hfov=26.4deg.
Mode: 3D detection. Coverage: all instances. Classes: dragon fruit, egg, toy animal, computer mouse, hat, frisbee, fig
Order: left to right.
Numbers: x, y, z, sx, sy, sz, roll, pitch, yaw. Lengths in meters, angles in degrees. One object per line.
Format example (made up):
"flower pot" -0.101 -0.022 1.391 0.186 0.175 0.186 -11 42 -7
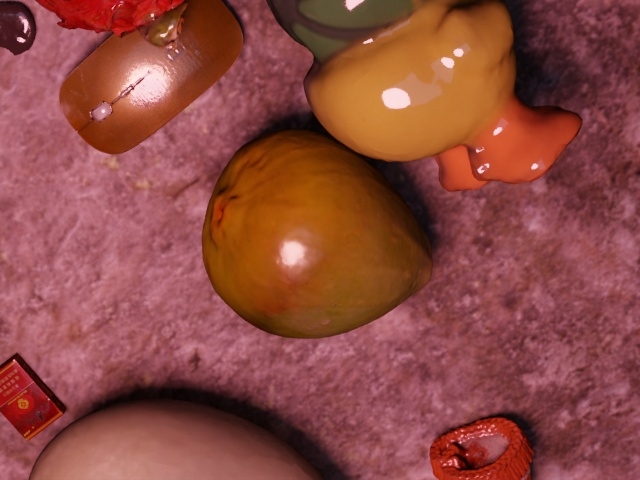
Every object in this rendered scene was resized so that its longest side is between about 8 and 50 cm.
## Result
"frisbee" -0.411 -0.225 1.346 0.211 0.012 0.187 -31 105 5
"dragon fruit" -0.204 -0.273 1.263 0.209 0.172 0.172 30 101 0
"computer mouse" -0.171 -0.171 1.363 0.199 0.045 0.102 -38 102 5
"egg" -0.129 0.299 1.385 0.352 0.258 0.258 21 103 -11
"fig" -0.009 0.004 1.355 0.207 0.207 0.230 -45 138 8
"toy animal" 0.070 -0.182 1.287 0.191 0.216 0.338 -38 98 -17
"hat" 0.196 0.281 1.505 0.112 0.093 0.162 -19 124 11

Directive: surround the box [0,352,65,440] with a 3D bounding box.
"box" -0.318 0.168 1.455 0.051 0.023 0.082 -36 105 7
